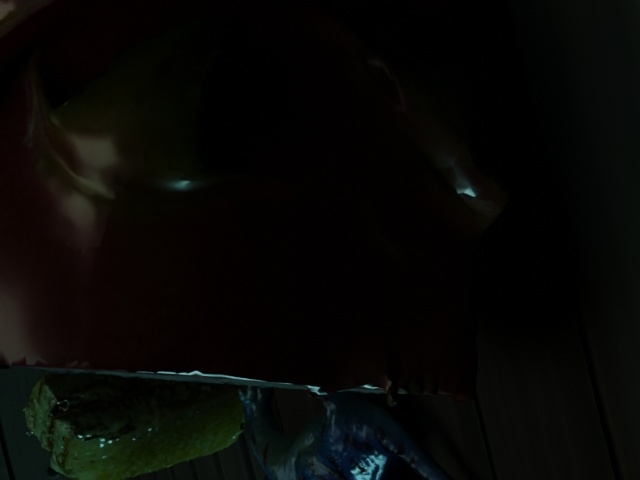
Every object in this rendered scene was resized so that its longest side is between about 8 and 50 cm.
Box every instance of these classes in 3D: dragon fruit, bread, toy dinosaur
[{"bbox_3d":[-0.053,-0.044,0.758,0.305,0.305,0.225,-178,96,-74],"label":"dragon fruit"},{"bbox_3d":[-0.167,0.151,1.476,0.102,0.196,0.138,63,156,27],"label":"bread"},{"bbox_3d":[0.012,0.125,1.044,0.329,0.076,0.144,-26,74,57],"label":"toy dinosaur"}]
